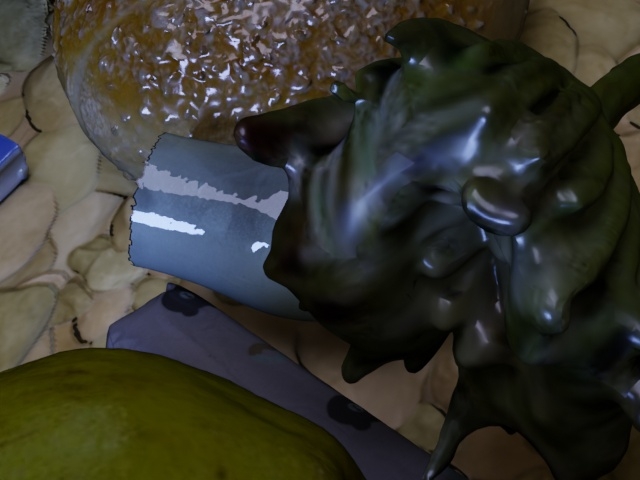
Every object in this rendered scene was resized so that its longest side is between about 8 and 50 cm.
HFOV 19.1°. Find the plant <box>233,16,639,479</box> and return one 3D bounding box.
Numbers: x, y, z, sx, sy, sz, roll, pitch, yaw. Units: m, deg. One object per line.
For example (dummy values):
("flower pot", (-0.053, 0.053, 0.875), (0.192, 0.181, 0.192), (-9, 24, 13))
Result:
("plant", (0.097, -0.039, 0.931), (0.180, 0.251, 0.333), (-7, 30, 27))

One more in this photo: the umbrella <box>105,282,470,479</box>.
("umbrella", (0.013, 0.123, 0.964), (0.337, 0.067, 0.073), (32, 67, 36))

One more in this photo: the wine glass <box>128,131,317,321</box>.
("wine glass", (0.000, 0.000, 1.031), (0.202, 0.093, 0.093), (14, 55, 12))

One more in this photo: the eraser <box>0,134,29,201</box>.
("eraser", (-0.234, -0.036, 1.208), (0.063, 0.027, 0.084), (28, 64, 36))

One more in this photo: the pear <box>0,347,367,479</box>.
("pear", (-0.114, 0.201, 0.805), (0.375, 0.287, 0.287), (-25, 44, 23))

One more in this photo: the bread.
("bread", (-0.022, -0.158, 1.158), (0.305, 0.159, 0.305), (-8, 49, 9))
